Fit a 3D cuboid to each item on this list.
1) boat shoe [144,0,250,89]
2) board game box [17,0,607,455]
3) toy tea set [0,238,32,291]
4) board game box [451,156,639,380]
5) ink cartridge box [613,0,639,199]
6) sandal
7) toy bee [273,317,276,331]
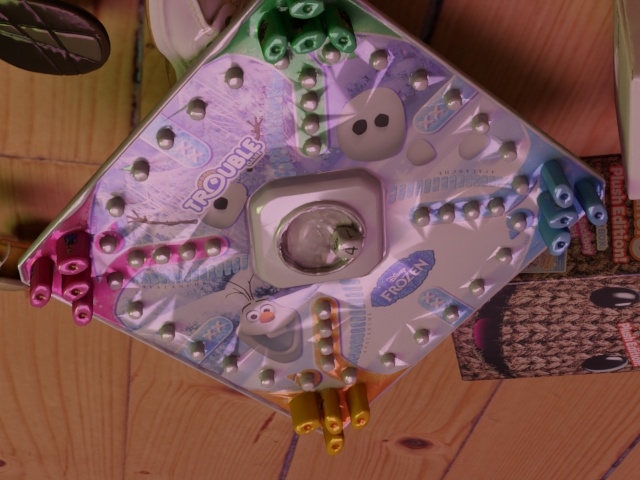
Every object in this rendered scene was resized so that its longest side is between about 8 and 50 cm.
[{"bbox_3d":[-0.089,-0.189,1.164,0.096,0.098,0.277,-2,159,4],"label":"boat shoe"},{"bbox_3d":[0.000,0.000,1.232,0.390,0.050,0.390,31,117,-31],"label":"board game box"},{"bbox_3d":[-0.301,-0.004,1.501,0.336,0.124,0.200,11,178,-22],"label":"toy tea set"},{"bbox_3d":[0.281,0.033,1.475,0.291,0.141,0.232,-5,149,11],"label":"board game box"},{"bbox_3d":[0.397,-0.138,1.205,0.273,0.115,0.198,-4,149,10],"label":"ink cartridge box"},{"bbox_3d":[-0.283,-0.199,1.193,0.219,0.060,0.090,10,145,13],"label":"sandal"},{"bbox_3d":[-0.002,-0.078,1.311,0.298,0.162,0.195,-43,142,12],"label":"toy bee"}]
